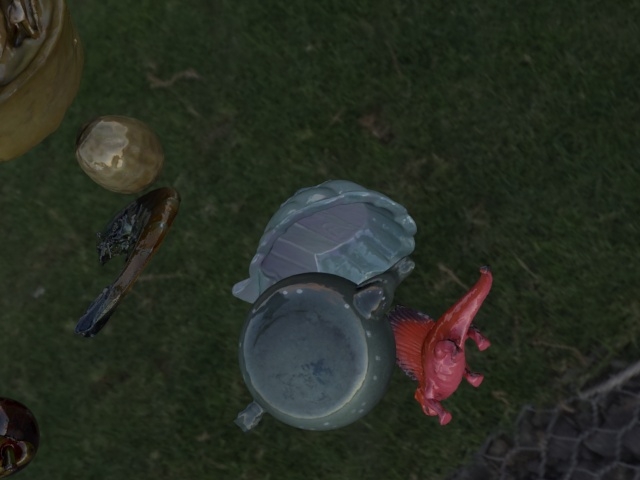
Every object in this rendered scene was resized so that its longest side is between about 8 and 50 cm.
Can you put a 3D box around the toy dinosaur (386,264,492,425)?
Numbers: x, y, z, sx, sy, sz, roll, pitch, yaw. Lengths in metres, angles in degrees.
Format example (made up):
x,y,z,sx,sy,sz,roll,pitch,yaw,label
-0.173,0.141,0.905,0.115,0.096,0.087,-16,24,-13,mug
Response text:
x,y,z,sx,sy,sz,roll,pitch,yaw,label
0.140,0.108,1.323,0.139,0.070,0.286,37,138,35,toy dinosaur

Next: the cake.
x,y,z,sx,sy,sz,roll,pitch,yaw,label
-0.476,-0.284,1.291,0.332,0.321,0.332,-1,67,3,cake

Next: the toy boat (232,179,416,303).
x,y,z,sx,sy,sz,roll,pitch,yaw,label
0.000,0.000,1.474,0.290,0.199,0.100,-38,41,30,toy boat

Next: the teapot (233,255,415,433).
x,y,z,sx,sy,sz,roll,pitch,yaw,label
-0.002,0.133,1.289,0.193,0.129,0.294,46,110,5,teapot

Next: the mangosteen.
x,y,z,sx,sy,sz,roll,pitch,yaw,label
-0.308,0.188,1.007,0.081,0.081,0.081,-15,62,29,mangosteen

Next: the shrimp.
x,y,z,sx,sy,sz,roll,pitch,yaw,label
-0.254,0.034,1.255,0.262,0.051,0.198,-20,36,55,shrimp

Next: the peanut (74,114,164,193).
x,y,z,sx,sy,sz,roll,pitch,yaw,label
-0.231,-0.101,1.225,0.104,0.228,0.085,29,89,-5,peanut
